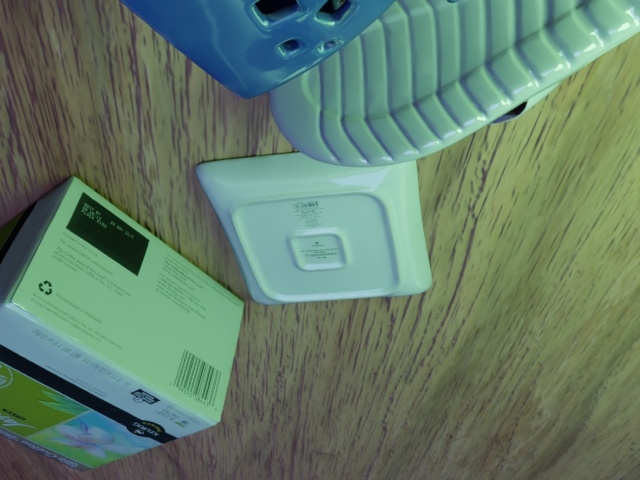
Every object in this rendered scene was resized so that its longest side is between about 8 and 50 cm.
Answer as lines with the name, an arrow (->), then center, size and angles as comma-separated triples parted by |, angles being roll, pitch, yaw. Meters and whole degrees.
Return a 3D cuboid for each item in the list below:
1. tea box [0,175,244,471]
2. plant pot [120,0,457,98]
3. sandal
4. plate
tea box -> -0.348, 0.141, 0.913 | 0.323, 0.220, 0.329 | -27, 128, 31
plant pot -> -0.024, -0.260, 0.387 | 0.212, 0.236, 0.236 | -12, 162, 21
sandal -> 0.146, -0.176, 0.596 | 0.416, 0.170, 0.102 | -18, 172, 24
plate -> 0.000, 0.000, 0.849 | 0.277, 0.045, 0.278 | -4, 135, 12
